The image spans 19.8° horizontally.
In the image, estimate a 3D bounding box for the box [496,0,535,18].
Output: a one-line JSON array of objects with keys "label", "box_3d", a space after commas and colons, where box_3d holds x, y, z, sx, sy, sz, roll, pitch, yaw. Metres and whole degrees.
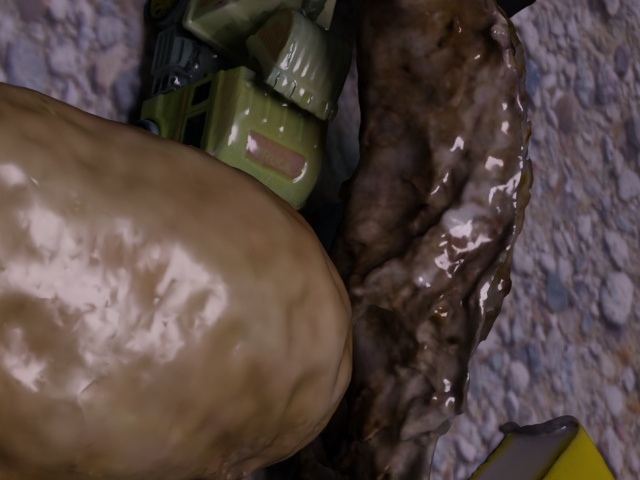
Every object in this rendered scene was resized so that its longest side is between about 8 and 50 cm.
[{"label": "box", "box_3d": [0.065, -0.272, 1.104, 0.289, 0.073, 0.290, -37, 105, -59]}]

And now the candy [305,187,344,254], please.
[{"label": "candy", "box_3d": [-0.001, 0.000, 1.030, 0.030, 0.020, 0.083, 49, 49, -24]}]

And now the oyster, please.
[{"label": "oyster", "box_3d": [0.051, 0.007, 0.954, 0.204, 0.111, 0.396, -42, 143, -71]}]

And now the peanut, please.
[{"label": "peanut", "box_3d": [-0.152, 0.028, 0.779, 0.387, 0.169, 0.192, 16, 72, -36]}]

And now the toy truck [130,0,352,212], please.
[{"label": "toy truck", "box_3d": [-0.032, -0.101, 0.962, 0.085, 0.116, 0.191, 27, 60, -34]}]

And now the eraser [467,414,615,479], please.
[{"label": "eraser", "box_3d": [0.146, 0.237, 1.068, 0.158, 0.069, 0.226, -44, 108, -44]}]
